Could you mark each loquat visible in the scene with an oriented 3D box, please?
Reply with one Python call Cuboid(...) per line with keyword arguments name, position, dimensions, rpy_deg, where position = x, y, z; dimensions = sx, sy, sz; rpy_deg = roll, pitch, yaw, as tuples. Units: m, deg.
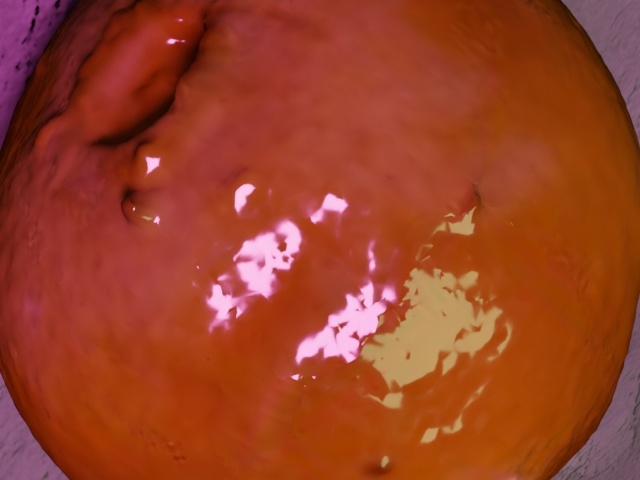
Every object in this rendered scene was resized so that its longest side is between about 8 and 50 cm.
Cuboid(name="loquat", position=(0.000, 0.000, 0.873), dimensions=(0.328, 0.328, 0.328), rpy_deg=(-32, 141, -30))
